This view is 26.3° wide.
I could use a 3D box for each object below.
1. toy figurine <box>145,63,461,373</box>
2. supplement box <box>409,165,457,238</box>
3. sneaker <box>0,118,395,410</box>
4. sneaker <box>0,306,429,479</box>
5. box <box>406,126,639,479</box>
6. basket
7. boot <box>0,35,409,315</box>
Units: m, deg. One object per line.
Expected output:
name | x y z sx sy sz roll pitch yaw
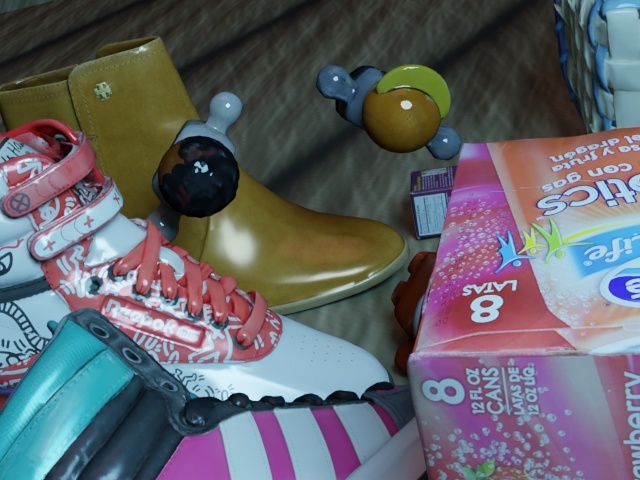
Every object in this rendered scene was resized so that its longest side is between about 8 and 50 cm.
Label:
toy figurine | 0.000 0.000 0.859 0.213 0.209 0.148 -14 11 -4
supplement box | 0.117 -0.034 1.117 0.083 0.043 0.055 -7 22 7
sneaker | -0.093 0.023 0.666 0.270 0.145 0.090 6 25 4
sneaker | -0.036 0.090 0.575 0.178 0.124 0.295 33 38 26
box | 0.115 0.100 0.470 0.122 0.257 0.128 -3 32 17
basket | 0.299 -0.192 1.160 0.201 0.255 0.289 -9 40 8
boot | -0.092 -0.052 1.033 0.295 0.211 0.104 -7 23 10
